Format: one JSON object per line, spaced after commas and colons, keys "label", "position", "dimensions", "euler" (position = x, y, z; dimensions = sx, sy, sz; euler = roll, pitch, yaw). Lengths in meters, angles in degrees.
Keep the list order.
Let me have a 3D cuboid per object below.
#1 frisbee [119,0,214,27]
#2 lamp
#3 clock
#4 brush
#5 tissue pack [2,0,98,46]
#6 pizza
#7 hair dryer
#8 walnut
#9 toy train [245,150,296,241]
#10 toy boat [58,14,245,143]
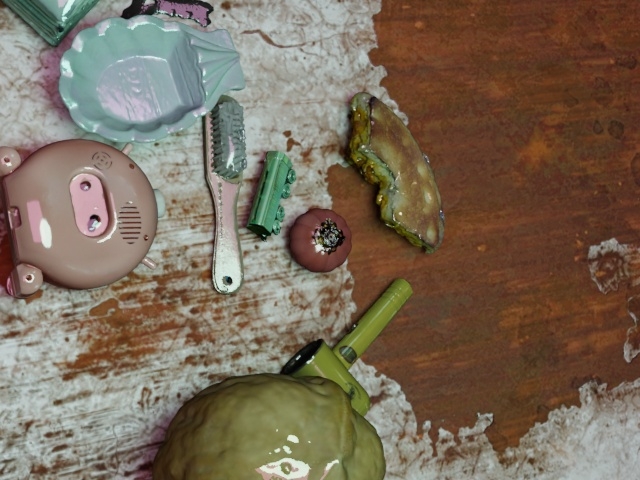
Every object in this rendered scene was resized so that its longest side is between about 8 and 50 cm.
{"label": "frisbee", "position": [-0.264, -0.392, 1.508], "dimensions": [0.187, 0.012, 0.211], "euler": [5, 80, -20]}
{"label": "lamp", "position": [0.000, 0.000, 1.515], "dimensions": [0.107, 0.092, 0.108], "euler": [3, 82, -21]}
{"label": "clock", "position": [-0.345, -0.040, 1.360], "dimensions": [0.241, 0.142, 0.227], "euler": [-9, 86, -26]}
{"label": "brush", "position": [-0.147, -0.078, 1.486], "dimensions": [0.070, 0.065, 0.328], "euler": [1, 83, -24]}
{"label": "tissue pack", "position": [-0.446, -0.526, 1.367], "dimensions": [0.388, 0.162, 0.287], "euler": [41, 75, -12]}
{"label": "pizza", "position": [0.122, -0.111, 1.586], "dimensions": [0.161, 0.085, 0.305], "euler": [-29, 96, -45]}
{"label": "hair dryer", "position": [0.069, 0.175, 1.531], "dimensions": [0.135, 0.090, 0.279], "euler": [48, 63, -9]}
{"label": "walnut", "position": [-0.066, 0.327, 1.309], "dimensions": [0.306, 0.344, 0.306], "euler": [13, 64, -27]}
{"label": "toy train", "position": [-0.079, -0.070, 1.509], "dimensions": [0.071, 0.038, 0.148], "euler": [41, 57, -54]}
{"label": "toy boat", "position": [-0.266, -0.247, 1.441], "dimensions": [0.290, 0.100, 0.199], "euler": [-16, 89, -22]}
